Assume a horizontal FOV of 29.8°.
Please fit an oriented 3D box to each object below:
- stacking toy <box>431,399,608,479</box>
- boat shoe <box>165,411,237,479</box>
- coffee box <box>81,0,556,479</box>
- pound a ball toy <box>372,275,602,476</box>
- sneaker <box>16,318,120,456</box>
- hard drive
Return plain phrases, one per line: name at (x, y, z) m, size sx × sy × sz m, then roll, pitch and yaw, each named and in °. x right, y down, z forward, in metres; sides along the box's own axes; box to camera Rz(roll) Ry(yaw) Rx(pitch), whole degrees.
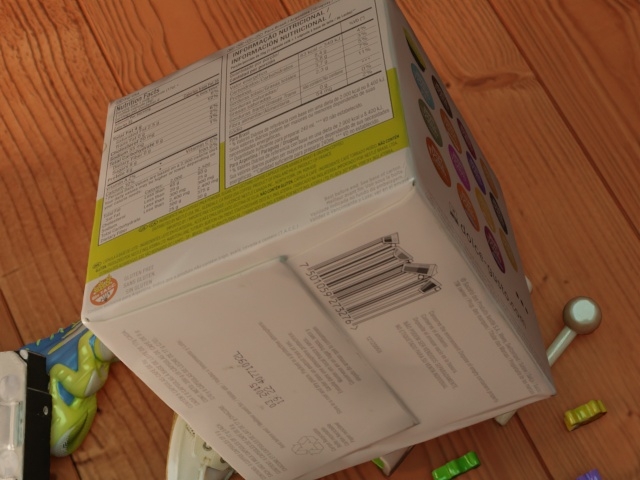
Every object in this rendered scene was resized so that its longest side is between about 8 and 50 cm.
stacking toy at (0.262, 0.299, 1.383) m, size 0.221 × 0.052 × 0.167 m, roll -23°, pitch 69°, yaw -4°
boat shoe at (-0.121, 0.229, 1.394) m, size 0.096 × 0.098 × 0.277 m, roll 2°, pitch 69°, yaw 4°
coffee box at (0.000, 0.000, 1.247) m, size 0.338 × 0.338 × 0.334 m, roll -23°, pitch 41°, yaw 16°
pound a ball toy at (0.162, 0.131, 1.399) m, size 0.208 × 0.136 × 0.319 m, roll 38°, pitch 76°, yaw 14°
sneaker at (-0.304, 0.131, 1.441) m, size 0.126 × 0.091 × 0.240 m, roll 23°, pitch 73°, yaw 11°
hard drive at (-0.421, 0.303, 1.358) m, size 0.236 × 0.064 × 0.339 m, roll -8°, pitch 71°, yaw 19°
